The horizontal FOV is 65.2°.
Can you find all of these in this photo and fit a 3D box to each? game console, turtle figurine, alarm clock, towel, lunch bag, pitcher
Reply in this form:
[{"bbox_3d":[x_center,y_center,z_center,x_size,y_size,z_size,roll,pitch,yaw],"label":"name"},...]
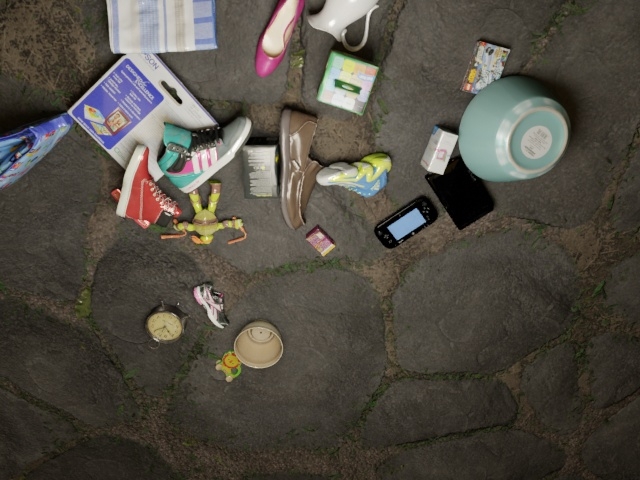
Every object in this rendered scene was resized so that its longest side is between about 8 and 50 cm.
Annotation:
[{"bbox_3d":[0.345,-0.088,1.577,0.361,0.044,0.213,-34,109,13],"label":"game console"},{"bbox_3d":[-0.369,-0.074,1.544,0.270,0.087,0.217,0,113,-1],"label":"turtle figurine"},{"bbox_3d":[-0.535,0.297,1.712,0.129,0.064,0.192,32,107,-14],"label":"alarm clock"},{"bbox_3d":[-0.418,-0.600,1.313,0.285,0.034,0.209,-2,93,-1],"label":"towel"},{"bbox_3d":[-0.823,-0.258,1.383,0.293,0.221,0.138,-25,111,9],"label":"lunch bag"},{"bbox_3d":[0.092,-0.618,1.316,0.178,0.125,0.207,25,123,-33],"label":"pitcher"}]

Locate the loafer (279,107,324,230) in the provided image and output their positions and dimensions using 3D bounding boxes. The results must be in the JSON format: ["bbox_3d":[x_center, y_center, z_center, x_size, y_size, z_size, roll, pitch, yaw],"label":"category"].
[{"bbox_3d":[-0.054,-0.201,1.471,0.130,0.134,0.366,0,113,-1],"label":"loafer"}]

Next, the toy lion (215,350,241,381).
[{"bbox_3d":[-0.321,0.446,1.800,0.096,0.034,0.100,-32,110,4],"label":"toy lion"}]

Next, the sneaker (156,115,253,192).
[{"bbox_3d":[-0.343,-0.275,1.374,0.295,0.124,0.178,-38,131,16],"label":"sneaker"}]

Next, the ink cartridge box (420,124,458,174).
[{"bbox_3d":[0.348,-0.267,1.476,0.052,0.088,0.122,15,112,-10],"label":"ink cartridge box"}]

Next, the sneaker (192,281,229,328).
[{"bbox_3d":[-0.350,0.216,1.681,0.077,0.072,0.178,-30,116,0],"label":"sneaker"}]

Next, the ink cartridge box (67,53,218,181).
[{"bbox_3d":[-0.500,-0.353,1.437,0.307,0.072,0.303,-38,108,11],"label":"ink cartridge box"}]

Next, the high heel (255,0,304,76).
[{"bbox_3d":[-0.112,-0.547,1.331,0.082,0.117,0.244,31,109,-13],"label":"high heel"}]

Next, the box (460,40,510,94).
[{"bbox_3d":[0.466,-0.484,1.419,0.094,0.027,0.137,12,112,-8],"label":"box"}]

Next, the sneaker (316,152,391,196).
[{"bbox_3d":[0.106,-0.173,1.488,0.240,0.091,0.126,-16,122,-14],"label":"sneaker"}]

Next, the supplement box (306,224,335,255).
[{"bbox_3d":[0.000,0.000,1.607,0.055,0.043,0.083,-39,109,15],"label":"supplement box"}]

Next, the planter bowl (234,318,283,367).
[{"bbox_3d":[-0.206,0.338,1.711,0.162,0.109,0.162,0,113,0],"label":"planter bowl"}]

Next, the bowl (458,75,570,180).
[{"bbox_3d":[0.567,-0.296,1.406,0.312,0.163,0.311,-3,111,-9],"label":"bowl"}]

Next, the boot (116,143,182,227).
[{"bbox_3d":[-0.477,-0.152,1.448,0.176,0.088,0.244,16,124,-14],"label":"boot"}]

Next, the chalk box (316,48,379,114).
[{"bbox_3d":[0.069,-0.425,1.335,0.132,0.213,0.132,17,112,-8],"label":"chalk box"}]

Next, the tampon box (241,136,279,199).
[{"bbox_3d":[-0.172,-0.213,1.470,0.101,0.120,0.161,0,113,0],"label":"tampon box"}]

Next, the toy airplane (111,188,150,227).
[{"bbox_3d":[-0.570,-0.116,1.554,0.151,0.028,0.151,-1,114,-2],"label":"toy airplane"}]
